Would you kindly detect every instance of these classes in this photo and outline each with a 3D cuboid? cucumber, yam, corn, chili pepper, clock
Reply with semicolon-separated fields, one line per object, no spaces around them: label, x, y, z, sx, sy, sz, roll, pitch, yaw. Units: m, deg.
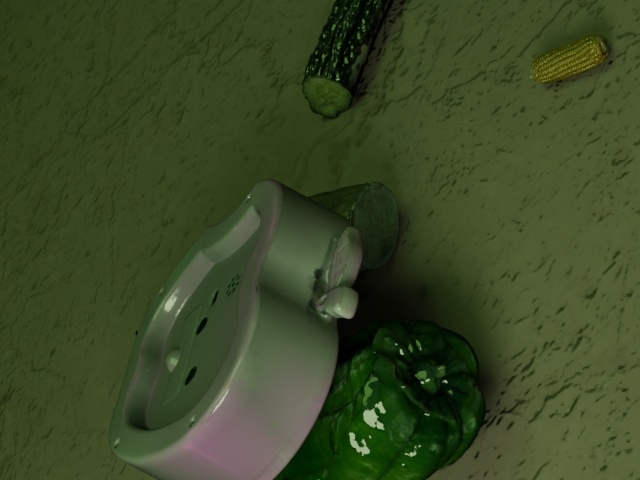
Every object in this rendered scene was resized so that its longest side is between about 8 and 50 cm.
cucumber;0.049;-0.287;1.633;0.077;0.077;0.265;11;74;48
yam;0.000;0.000;1.487;0.194;0.107;0.107;-16;57;39
corn;0.267;-0.194;1.377;0.092;0.037;0.037;-16;57;37
chili pepper;0.017;0.213;1.314;0.385;0.167;0.213;-38;28;42
clock;-0.088;0.105;1.319;0.338;0.102;0.338;-47;25;30
